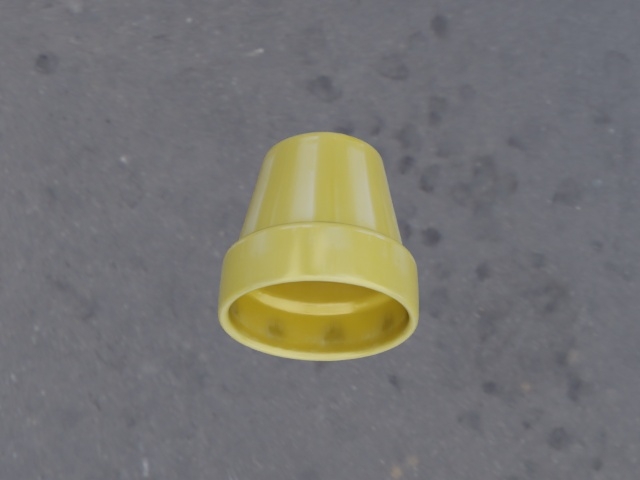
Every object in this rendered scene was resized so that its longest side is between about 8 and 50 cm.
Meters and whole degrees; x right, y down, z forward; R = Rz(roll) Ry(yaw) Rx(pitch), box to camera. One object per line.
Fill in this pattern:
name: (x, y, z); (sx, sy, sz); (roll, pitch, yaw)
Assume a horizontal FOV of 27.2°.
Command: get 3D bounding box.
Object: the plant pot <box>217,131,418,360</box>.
plant pot: (0.000, 0.000, 1.719); (0.254, 0.254, 0.239); (12, 61, -19)
